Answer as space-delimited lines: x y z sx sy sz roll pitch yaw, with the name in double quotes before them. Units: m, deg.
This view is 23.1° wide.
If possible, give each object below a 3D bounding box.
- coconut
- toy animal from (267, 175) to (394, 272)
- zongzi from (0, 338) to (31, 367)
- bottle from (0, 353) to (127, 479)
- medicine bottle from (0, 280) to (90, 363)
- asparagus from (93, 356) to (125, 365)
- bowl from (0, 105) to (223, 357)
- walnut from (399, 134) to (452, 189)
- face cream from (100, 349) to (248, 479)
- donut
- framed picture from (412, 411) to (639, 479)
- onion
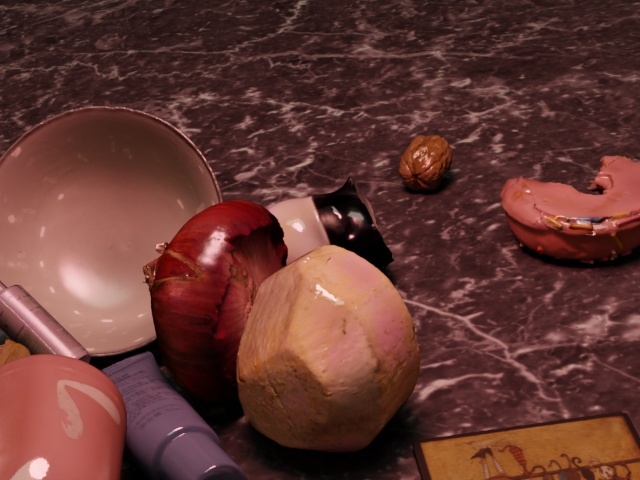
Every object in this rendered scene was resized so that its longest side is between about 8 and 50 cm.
"coconut" 0.016 0.125 1.811 0.197 0.237 0.237 18 36 29
"toy animal" 0.000 0.000 2.145 0.179 0.138 0.166 -17 9 -4
"zongzi" -0.467 0.231 1.841 0.228 0.115 0.256 -5 40 13
"bottle" -0.280 0.269 1.642 0.206 0.173 0.297 -4 34 1
"medicine bottle" -0.376 0.099 1.979 0.199 0.057 0.057 43 47 14
"asparagus" -0.288 0.152 2.029 0.114 0.014 0.015 13 17 32
"bowl" -0.279 0.000 2.098 0.337 0.337 0.157 -2 -12 7
"walnut" 0.159 -0.118 2.377 0.079 0.082 0.096 -22 20 33
"face cream" -0.192 0.217 1.819 0.135 0.086 0.385 -25 26 -19
"donut" 0.374 -0.038 2.179 0.233 0.085 0.199 -12 28 -11
"framed picture" 0.249 0.294 1.664 0.255 0.014 0.339 -8 28 -3
"onion" -0.121 0.072 1.903 0.161 0.248 0.248 7 30 40
